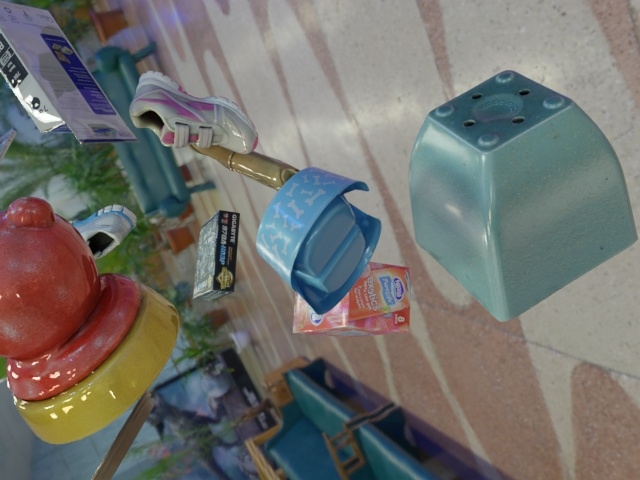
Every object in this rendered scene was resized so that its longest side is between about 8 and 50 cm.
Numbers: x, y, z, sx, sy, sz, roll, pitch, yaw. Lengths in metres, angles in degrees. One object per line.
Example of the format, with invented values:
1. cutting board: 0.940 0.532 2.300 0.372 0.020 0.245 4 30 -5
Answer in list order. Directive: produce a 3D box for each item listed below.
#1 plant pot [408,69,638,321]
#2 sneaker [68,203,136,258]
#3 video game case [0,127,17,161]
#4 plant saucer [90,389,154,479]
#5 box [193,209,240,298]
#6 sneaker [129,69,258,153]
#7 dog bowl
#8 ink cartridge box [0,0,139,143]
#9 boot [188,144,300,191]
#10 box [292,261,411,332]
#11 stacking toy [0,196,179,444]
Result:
1. plant pot: 0.272 -0.092 1.004 0.247 0.247 0.252 50 166 50
2. sneaker: -0.401 0.006 1.175 0.071 0.190 0.083 51 -153 -31
3. video game case: -0.771 -0.181 1.616 0.015 0.119 0.166 43 -144 -35
4. plant saucer: -0.471 0.485 1.654 0.041 0.278 0.278 30 163 -5
5. box: -0.235 0.039 1.562 0.220 0.051 0.175 154 122 -67
6. sneaker: -0.238 -0.209 1.275 0.252 0.111 0.103 22 148 4
7. dog bowl: 0.000 0.000 0.962 0.074 0.166 0.297 33 172 19
8. ink cartridge box: -0.487 -0.290 1.275 0.333 0.065 0.165 54 -157 9
9. boot: -0.176 -0.202 1.699 0.269 0.089 0.236 27 180 38
10. box: 0.064 0.137 1.556 0.300 0.154 0.142 159 116 -63
11. stacking toy: -0.282 0.084 0.484 0.279 0.309 0.130 27 155 55
